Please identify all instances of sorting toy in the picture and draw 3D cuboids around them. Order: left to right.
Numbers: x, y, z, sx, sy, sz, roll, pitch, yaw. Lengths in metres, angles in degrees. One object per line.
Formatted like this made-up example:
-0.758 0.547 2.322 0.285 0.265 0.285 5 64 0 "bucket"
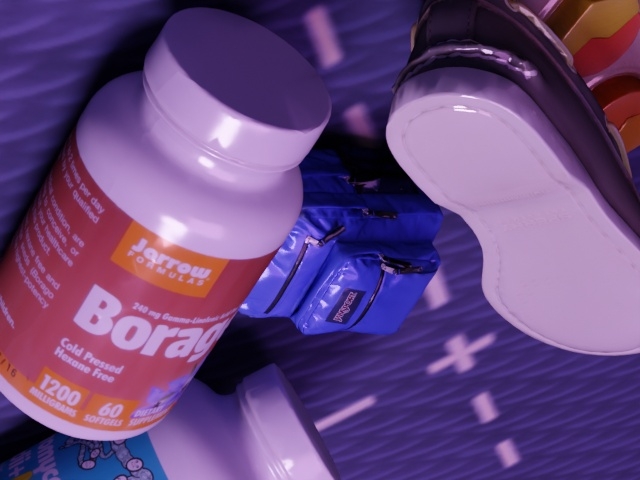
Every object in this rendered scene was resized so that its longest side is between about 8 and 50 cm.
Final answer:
0.192 -0.119 0.973 0.208 0.038 0.193 -28 144 0 "sorting toy"

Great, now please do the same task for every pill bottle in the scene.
-0.122 0.178 1.037 0.264 0.146 0.146 -29 144 0 "pill bottle"
-0.085 -0.008 0.856 0.121 0.121 0.216 5 132 -37 "pill bottle"

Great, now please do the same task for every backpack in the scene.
0.000 0.000 0.942 0.120 0.101 0.098 6 125 -33 "backpack"

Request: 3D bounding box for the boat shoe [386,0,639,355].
0.129 -0.030 0.952 0.109 0.091 0.305 -7 147 26 "boat shoe"
